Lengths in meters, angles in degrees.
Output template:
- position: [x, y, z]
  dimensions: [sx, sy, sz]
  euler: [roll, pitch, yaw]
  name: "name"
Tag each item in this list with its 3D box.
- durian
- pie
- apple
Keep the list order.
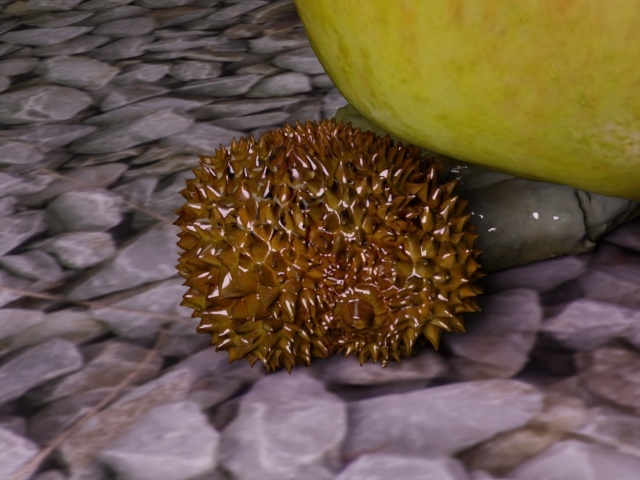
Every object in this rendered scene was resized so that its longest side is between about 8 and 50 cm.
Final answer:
- position: [0.000, 0.000, 0.888]
  dimensions: [0.158, 0.137, 0.168]
  euler: [7, 27, -18]
  name: "durian"
- position: [0.117, -0.066, 1.082]
  dimensions: [0.306, 0.071, 0.306]
  euler: [-7, 21, 3]
  name: "pie"
- position: [0.142, -0.173, 0.804]
  dimensions: [0.339, 0.340, 0.339]
  euler: [-7, 22, 3]
  name: "apple"
